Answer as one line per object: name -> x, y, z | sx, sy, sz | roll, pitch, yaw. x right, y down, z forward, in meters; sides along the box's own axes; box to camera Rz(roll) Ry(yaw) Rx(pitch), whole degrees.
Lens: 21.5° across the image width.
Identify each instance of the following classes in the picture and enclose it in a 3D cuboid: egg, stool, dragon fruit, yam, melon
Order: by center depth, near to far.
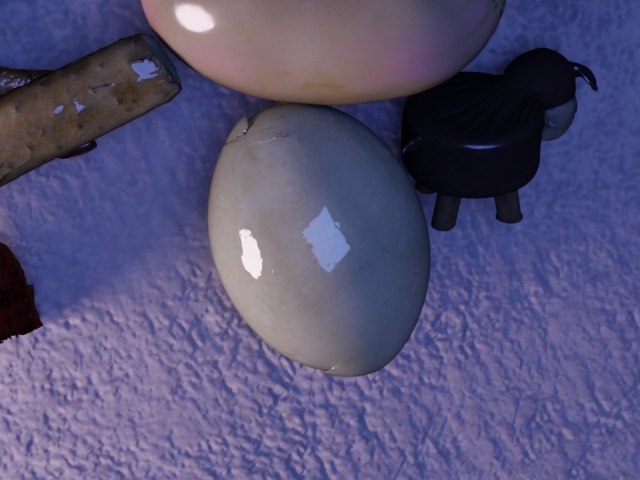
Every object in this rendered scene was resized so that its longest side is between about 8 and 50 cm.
melon -> 0.005, -0.224, 1.406 | 0.317, 0.223, 0.223 | 1, 100, 13
yam -> -0.294, -0.071, 1.437 | 0.371, 0.083, 0.083 | -26, 103, 5
dragon fruit -> -0.327, 0.041, 1.465 | 0.120, 0.161, 0.127 | 4, 97, 25
egg -> 0.000, 0.000, 1.468 | 0.186, 0.186, 0.253 | -26, 100, -5
stool -> 0.157, -0.095, 1.523 | 0.217, 0.125, 0.121 | -30, 134, -28

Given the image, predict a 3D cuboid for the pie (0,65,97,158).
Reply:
pie -> -0.256, -0.115, 1.483 | 0.170, 0.034, 0.092 | 3, 96, -5
